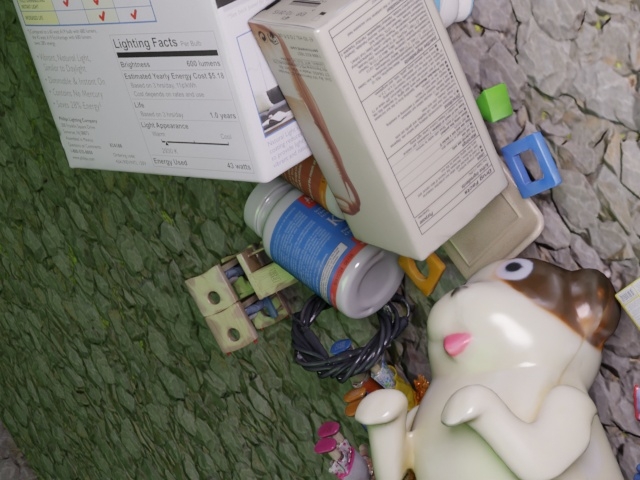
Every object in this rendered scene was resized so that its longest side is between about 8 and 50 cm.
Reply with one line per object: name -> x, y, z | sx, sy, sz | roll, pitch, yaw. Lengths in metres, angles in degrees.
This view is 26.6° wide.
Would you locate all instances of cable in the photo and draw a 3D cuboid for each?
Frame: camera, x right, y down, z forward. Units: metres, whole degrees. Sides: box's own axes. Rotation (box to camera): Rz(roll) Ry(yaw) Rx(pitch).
cable -> 0.031, 0.126, 1.856 | 0.184, 0.150, 0.047 | 10, 151, 42

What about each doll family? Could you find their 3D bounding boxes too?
doll family -> 0.093, 0.247, 1.830 | 0.118, 0.263, 0.163 | -23, 122, 27

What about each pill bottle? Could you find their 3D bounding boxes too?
pill bottle -> 0.000, 0.000, 1.820 | 0.221, 0.124, 0.124 | 36, 140, 33
pill bottle -> -0.012, -0.127, 1.741 | 0.216, 0.121, 0.121 | 37, 141, 33

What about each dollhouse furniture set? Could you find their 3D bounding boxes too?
dollhouse furniture set -> -0.075, 0.065, 2.011 | 0.184, 0.129, 0.129 | -26, 94, 28

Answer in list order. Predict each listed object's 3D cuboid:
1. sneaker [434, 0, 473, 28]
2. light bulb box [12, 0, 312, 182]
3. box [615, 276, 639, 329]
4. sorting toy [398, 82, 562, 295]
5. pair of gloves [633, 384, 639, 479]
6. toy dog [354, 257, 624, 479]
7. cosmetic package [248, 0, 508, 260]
sneaker -> 0.092, -0.332, 1.463 | 0.087, 0.092, 0.228 | -1, 114, 55
light bulb box -> -0.161, -0.278, 1.561 | 0.358, 0.225, 0.361 | 7, 121, 42
box -> 0.401, 0.103, 1.420 | 0.179, 0.043, 0.105 | 57, 147, 10
sorting toy -> 0.178, -0.055, 1.606 | 0.196, 0.047, 0.347 | 58, 148, 13
pair of gloves -> 0.420, 0.255, 1.530 | 0.159, 0.023, 0.198 | 23, 131, 47
toy dog -> 0.233, 0.220, 1.493 | 0.284, 0.395, 0.407 | -21, 70, 56
cosmetic package -> 0.066, -0.145, 1.449 | 0.129, 0.153, 0.296 | 18, 141, 51
